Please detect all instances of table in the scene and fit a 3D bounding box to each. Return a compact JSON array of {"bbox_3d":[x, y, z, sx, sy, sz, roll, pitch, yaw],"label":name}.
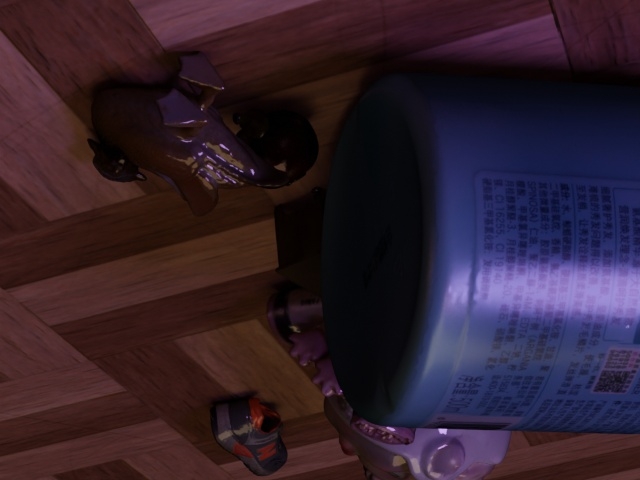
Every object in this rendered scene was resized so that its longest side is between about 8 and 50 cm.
[{"bbox_3d":[0.000,0.000,1.538,0.070,0.082,0.083,-24,147,27],"label":"table"}]

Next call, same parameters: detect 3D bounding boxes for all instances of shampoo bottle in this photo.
[{"bbox_3d":[0.204,0.016,1.362,0.343,0.331,0.331,2,150,-17],"label":"shampoo bottle"}]

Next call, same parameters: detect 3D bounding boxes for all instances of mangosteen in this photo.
[{"bbox_3d":[-0.041,-0.089,1.379,0.081,0.081,0.081,-6,151,-3],"label":"mangosteen"}]

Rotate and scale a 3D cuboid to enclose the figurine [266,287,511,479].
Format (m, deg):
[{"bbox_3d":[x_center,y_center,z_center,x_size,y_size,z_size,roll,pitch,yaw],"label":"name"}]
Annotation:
[{"bbox_3d":[0.107,0.181,1.742,0.211,0.253,0.361,-29,141,4],"label":"figurine"}]

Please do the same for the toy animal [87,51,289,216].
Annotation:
[{"bbox_3d":[-0.127,-0.079,1.338,0.188,0.089,0.179,30,143,-8],"label":"toy animal"}]

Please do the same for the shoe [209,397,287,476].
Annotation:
[{"bbox_3d":[-0.080,0.272,2.030,0.077,0.074,0.194,-22,146,15],"label":"shoe"}]
